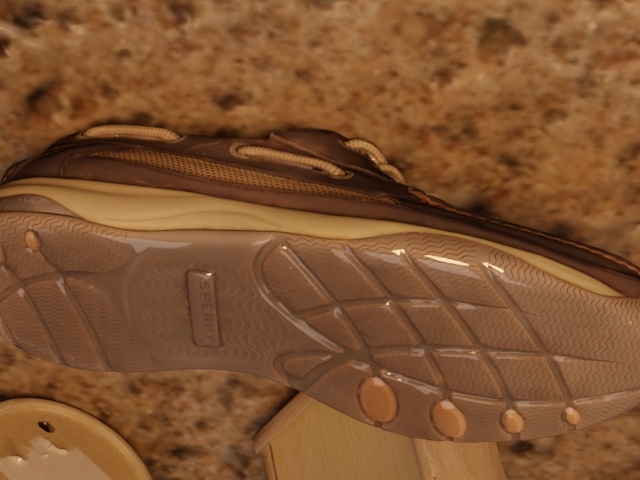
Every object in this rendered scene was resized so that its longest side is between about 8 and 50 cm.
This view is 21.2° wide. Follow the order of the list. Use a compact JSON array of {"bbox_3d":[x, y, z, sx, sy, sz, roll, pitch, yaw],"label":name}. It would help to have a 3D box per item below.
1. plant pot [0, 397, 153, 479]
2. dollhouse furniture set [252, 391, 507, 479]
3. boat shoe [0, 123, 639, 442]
[{"bbox_3d":[-0.220,0.241,1.095,0.256,0.256,0.274,26,119,-17],"label":"plant pot"},{"bbox_3d":[0.186,0.207,1.034,0.394,0.256,0.362,9,143,-32],"label":"dollhouse furniture set"},{"bbox_3d":[0.000,0.000,0.859,0.355,0.130,0.132,11,134,7],"label":"boat shoe"}]
